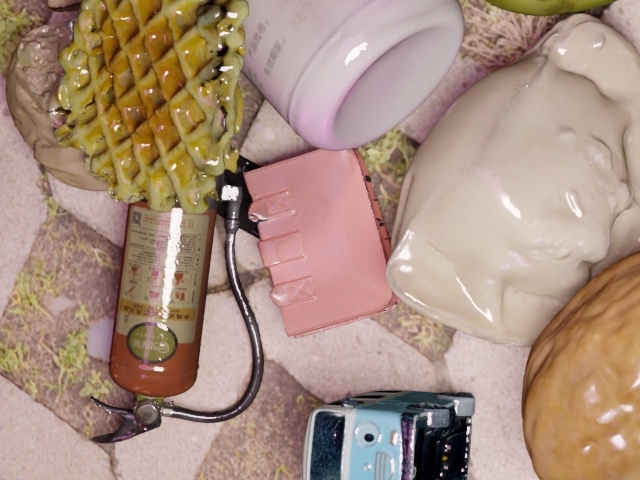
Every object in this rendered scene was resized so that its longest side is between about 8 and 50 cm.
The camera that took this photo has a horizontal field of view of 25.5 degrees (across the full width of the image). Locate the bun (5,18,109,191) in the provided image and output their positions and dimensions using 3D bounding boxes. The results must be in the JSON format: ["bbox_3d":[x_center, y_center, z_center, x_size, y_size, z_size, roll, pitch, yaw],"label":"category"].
[{"bbox_3d":[-0.306,-0.181,1.803,0.237,0.116,0.210,43,101,10],"label":"bun"}]

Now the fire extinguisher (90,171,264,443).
[{"bbox_3d":[-0.169,0.084,1.755,0.200,0.113,0.376,11,97,15],"label":"fire extinguisher"}]

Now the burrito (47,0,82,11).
[{"bbox_3d":[-0.201,-0.397,1.786,0.348,0.107,0.175,-15,101,17],"label":"burrito"}]

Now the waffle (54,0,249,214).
[{"bbox_3d":[-0.194,-0.191,1.643,0.297,0.073,0.317,26,115,37],"label":"waffle"}]

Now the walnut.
[{"bbox_3d":[0.388,0.154,1.519,0.306,0.306,0.344,38,100,13],"label":"walnut"}]

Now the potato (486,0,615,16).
[{"bbox_3d":[0.285,-0.358,1.586,0.304,0.216,0.216,-8,87,-13],"label":"potato"}]

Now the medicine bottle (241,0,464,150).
[{"bbox_3d":[-0.007,-0.282,1.656,0.241,0.241,0.302,-45,70,11],"label":"medicine bottle"}]

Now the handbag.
[{"bbox_3d":[0.000,0.000,1.728,0.157,0.059,0.212,-17,82,12],"label":"handbag"}]

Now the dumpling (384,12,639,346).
[{"bbox_3d":[0.263,-0.052,1.630,0.315,0.233,0.395,33,84,-18],"label":"dumpling"}]

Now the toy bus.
[{"bbox_3d":[0.075,0.239,1.614,0.165,0.271,0.133,5,90,19],"label":"toy bus"}]

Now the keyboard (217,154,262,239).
[{"bbox_3d":[-0.045,-0.028,1.780,0.250,0.017,0.087,28,96,13],"label":"keyboard"}]
